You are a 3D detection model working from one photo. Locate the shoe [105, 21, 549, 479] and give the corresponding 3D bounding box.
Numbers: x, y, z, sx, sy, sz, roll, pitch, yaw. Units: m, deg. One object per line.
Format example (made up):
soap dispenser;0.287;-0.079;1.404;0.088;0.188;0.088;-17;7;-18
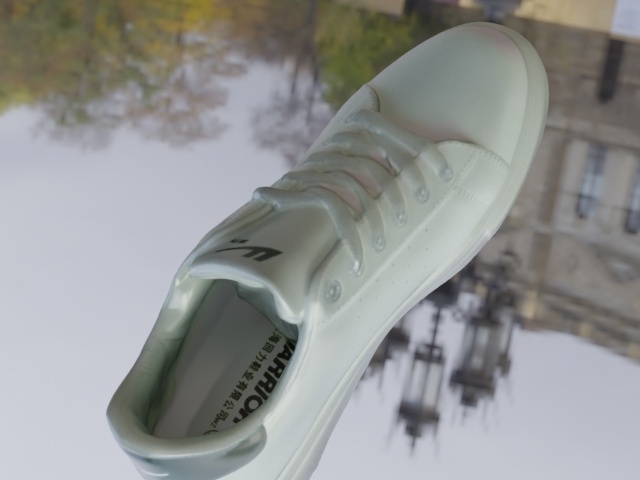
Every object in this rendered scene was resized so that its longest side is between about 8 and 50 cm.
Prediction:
shoe;0.000;0.000;0.960;0.132;0.363;0.160;31;173;25
